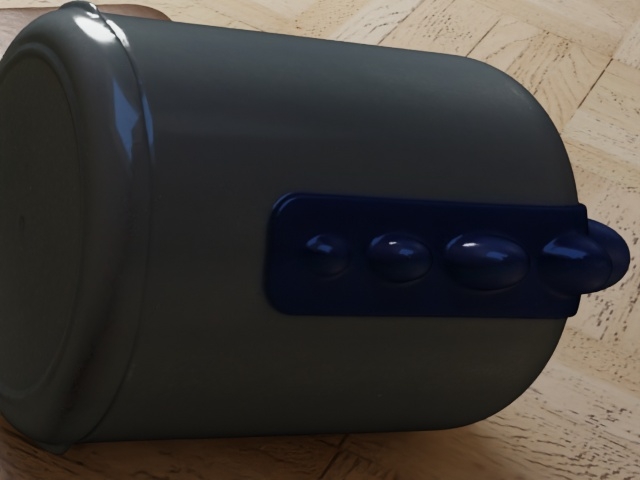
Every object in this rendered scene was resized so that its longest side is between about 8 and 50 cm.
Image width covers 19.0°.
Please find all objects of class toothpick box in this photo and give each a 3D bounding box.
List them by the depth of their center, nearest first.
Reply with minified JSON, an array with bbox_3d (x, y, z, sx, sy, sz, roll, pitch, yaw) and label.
[{"bbox_3d":[0.000,0.000,1.095,0.354,0.263,0.263,2,33,-28],"label":"toothpick box"}]

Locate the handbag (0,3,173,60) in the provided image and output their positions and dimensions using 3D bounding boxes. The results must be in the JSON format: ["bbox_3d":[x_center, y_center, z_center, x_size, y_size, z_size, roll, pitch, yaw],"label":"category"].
[{"bbox_3d":[-0.173,-0.107,1.354,0.193,0.072,0.151,-4,37,-36],"label":"handbag"}]
